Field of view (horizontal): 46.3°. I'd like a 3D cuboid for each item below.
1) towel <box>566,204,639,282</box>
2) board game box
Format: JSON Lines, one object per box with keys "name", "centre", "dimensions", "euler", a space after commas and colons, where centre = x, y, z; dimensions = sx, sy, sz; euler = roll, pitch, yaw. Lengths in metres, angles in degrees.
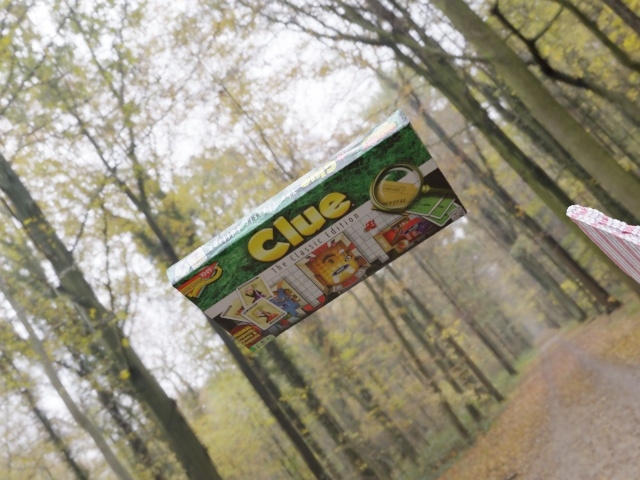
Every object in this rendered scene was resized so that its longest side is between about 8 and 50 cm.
{"name": "towel", "centre": [0.396, 0.021, 0.913], "dimensions": [0.029, 0.144, 0.197], "euler": [-47, 17, 4]}
{"name": "board game box", "centre": [0.000, 0.000, 0.706], "dimensions": [0.260, 0.030, 0.136], "euler": [-34, -50, 10]}
